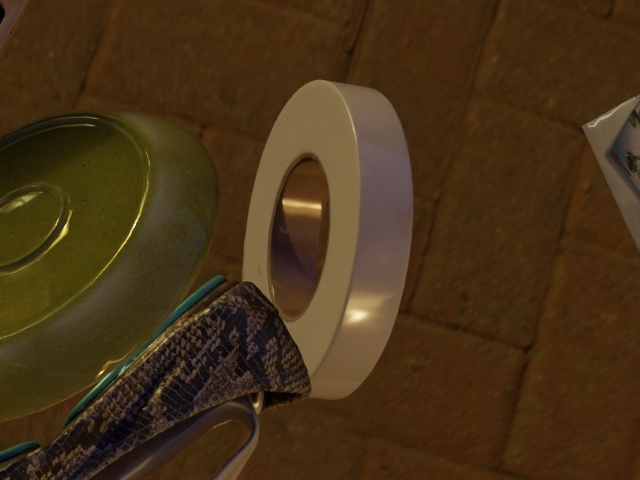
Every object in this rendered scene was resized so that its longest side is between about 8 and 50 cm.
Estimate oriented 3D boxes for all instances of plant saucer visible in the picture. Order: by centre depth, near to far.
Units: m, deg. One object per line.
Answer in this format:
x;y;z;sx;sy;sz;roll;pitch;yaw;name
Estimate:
-0.177;0.001;0.897;0.240;0.037;0.241;-17;44;17;plant saucer

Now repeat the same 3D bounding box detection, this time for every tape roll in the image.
0.000;0.000;1.785;0.072;0.392;0.392;6;71;-21;tape roll

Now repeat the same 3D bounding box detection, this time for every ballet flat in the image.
-0.203;0.215;1.267;0.482;0.164;0.182;-34;79;-23;ballet flat

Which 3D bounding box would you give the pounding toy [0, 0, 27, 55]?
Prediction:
-0.395;-0.290;1.735;0.094;0.181;0.206;28;65;-13;pounding toy

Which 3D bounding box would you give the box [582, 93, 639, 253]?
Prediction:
0.381;-0.048;1.467;0.044;0.159;0.233;-4;69;-55;box
